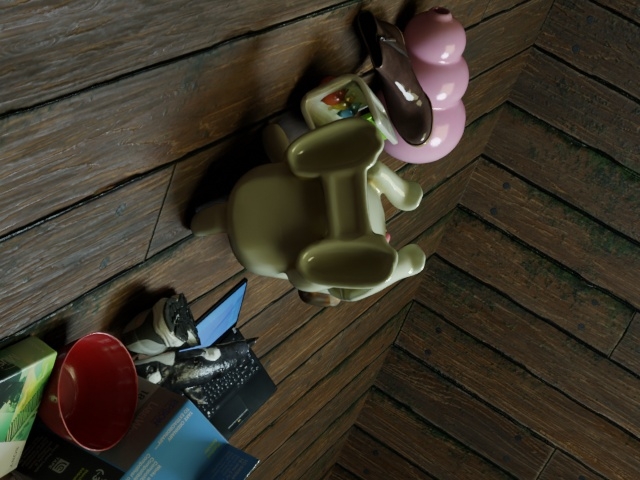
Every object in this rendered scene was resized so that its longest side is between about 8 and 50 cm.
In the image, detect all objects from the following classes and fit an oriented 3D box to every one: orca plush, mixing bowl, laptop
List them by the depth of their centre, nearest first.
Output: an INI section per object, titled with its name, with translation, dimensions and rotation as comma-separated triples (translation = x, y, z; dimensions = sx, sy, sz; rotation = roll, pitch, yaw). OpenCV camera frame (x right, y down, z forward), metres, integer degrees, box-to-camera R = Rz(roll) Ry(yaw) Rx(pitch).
[mixing bowl]
translation = -0.379, 0.234, 1.832
dimensions = 0.181, 0.098, 0.181
rotation = 14, 73, -58
[orca plush]
translation = -0.229, 0.248, 2.124
dimensions = 0.287, 0.151, 0.102
rotation = -4, 82, -58
[laptop]
translation = -0.185, 0.257, 2.433
dimensions = 0.136, 0.264, 0.234
rotation = -22, -166, 45

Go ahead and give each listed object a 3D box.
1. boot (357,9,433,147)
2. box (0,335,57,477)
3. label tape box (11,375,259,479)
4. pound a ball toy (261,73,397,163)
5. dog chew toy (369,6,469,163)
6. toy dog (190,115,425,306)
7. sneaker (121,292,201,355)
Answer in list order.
[boot]
translation = 0.136, -0.306, 2.265
dimensions = 0.090, 0.248, 0.207
rotation = -18, 170, 19
[box]
translation = -0.515, 0.283, 1.646
dimensions = 0.322, 0.058, 0.232
rotation = -32, 149, -61
[label tape box]
translation = -0.304, 0.349, 1.884
dimensions = 0.241, 0.333, 0.106
rotation = -50, 138, -29
[pound a ball toy]
translation = 0.011, -0.220, 2.211
dimensions = 0.208, 0.136, 0.319
rotation = -24, 172, 9
[dog chew toy]
translation = 0.220, -0.331, 2.480
dimensions = 0.206, 0.206, 0.332
rotation = -39, 147, -49
[toy dog]
translation = 0.000, 0.000, 2.111
dimensions = 0.395, 0.285, 0.408
rotation = -17, 167, 8
[sneaker]
translation = -0.280, 0.153, 2.079
dimensions = 0.108, 0.100, 0.271
rotation = -22, 173, 4
